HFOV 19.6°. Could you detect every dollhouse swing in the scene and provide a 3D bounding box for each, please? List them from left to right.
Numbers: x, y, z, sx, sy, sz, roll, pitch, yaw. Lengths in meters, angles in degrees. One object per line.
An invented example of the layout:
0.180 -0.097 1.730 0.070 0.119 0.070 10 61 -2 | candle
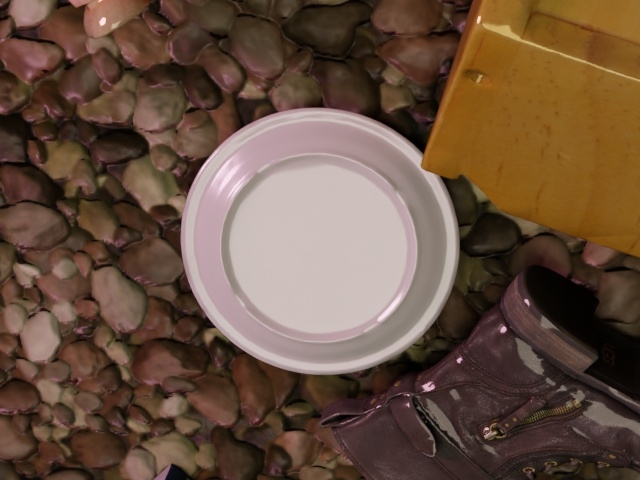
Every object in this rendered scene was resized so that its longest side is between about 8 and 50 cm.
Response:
0.286 -0.171 1.182 0.347 0.305 0.315 17 160 0 | dollhouse swing

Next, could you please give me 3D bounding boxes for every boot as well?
0.158 0.154 1.364 0.263 0.091 0.229 40 121 -7 | boot

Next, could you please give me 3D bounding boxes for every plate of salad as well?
0.000 0.000 1.324 0.200 0.048 0.200 1 107 5 | plate of salad

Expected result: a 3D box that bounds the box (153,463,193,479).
-0.188 0.296 1.442 0.044 0.159 0.233 40 116 -11 | box

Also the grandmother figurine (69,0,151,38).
-0.206 -0.297 1.187 0.208 0.104 0.342 -34 105 -6 | grandmother figurine
